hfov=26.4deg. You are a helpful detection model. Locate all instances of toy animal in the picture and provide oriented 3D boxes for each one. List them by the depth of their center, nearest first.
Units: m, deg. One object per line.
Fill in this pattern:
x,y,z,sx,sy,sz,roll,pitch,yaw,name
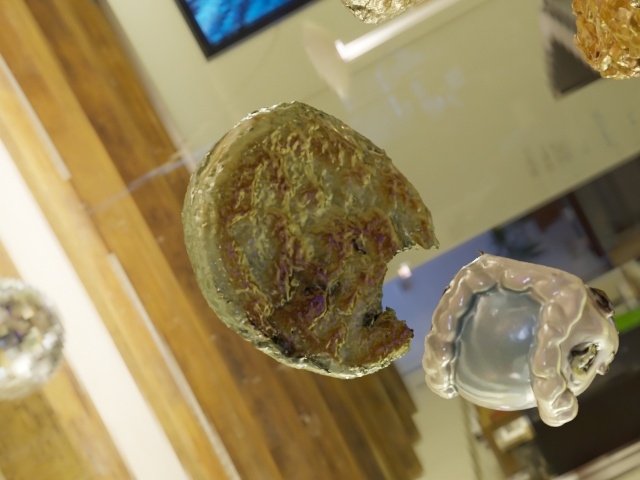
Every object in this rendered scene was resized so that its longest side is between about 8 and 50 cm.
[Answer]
0.220,0.116,1.503,0.208,0.204,0.156,51,-124,-69,toy animal

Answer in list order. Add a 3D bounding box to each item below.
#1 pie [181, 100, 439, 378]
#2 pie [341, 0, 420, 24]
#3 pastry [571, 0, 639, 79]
-0.006,-0.004,1.409,0.067,0.302,0.302,-18,103,54,pie
0.106,-0.357,1.715,0.046,0.195,0.195,54,-179,30,pie
0.295,-0.205,1.224,0.250,0.102,0.154,-108,9,-83,pastry
